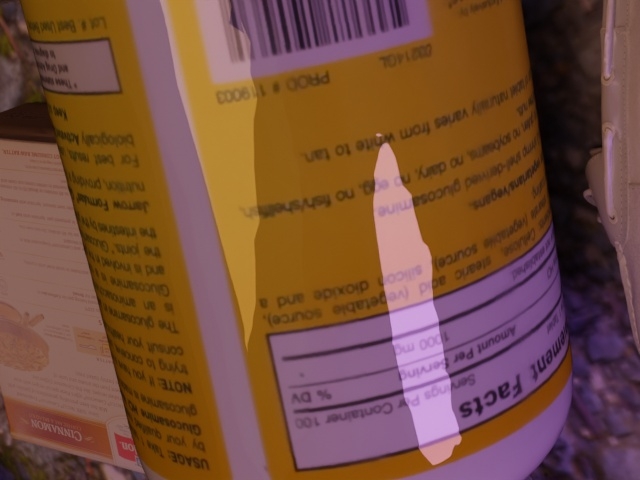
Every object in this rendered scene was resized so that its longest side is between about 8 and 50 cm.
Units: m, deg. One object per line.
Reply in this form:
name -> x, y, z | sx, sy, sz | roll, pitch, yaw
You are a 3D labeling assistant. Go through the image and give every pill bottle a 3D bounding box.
pill bottle -> 0.000, 0.000, 0.519 | 0.188, 0.188, 0.333 | 2, 111, 36

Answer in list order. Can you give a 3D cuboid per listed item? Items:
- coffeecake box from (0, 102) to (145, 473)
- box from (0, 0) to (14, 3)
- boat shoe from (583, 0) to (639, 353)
coffeecake box -> -0.115, 0.025, 0.693 | 0.142, 0.068, 0.185 | 7, 114, 34
box -> -0.201, -0.190, 0.606 | 0.232, 0.149, 0.126 | 11, 117, 33
boat shoe -> 0.133, -0.029, 0.494 | 0.063, 0.066, 0.184 | 17, 123, 46
